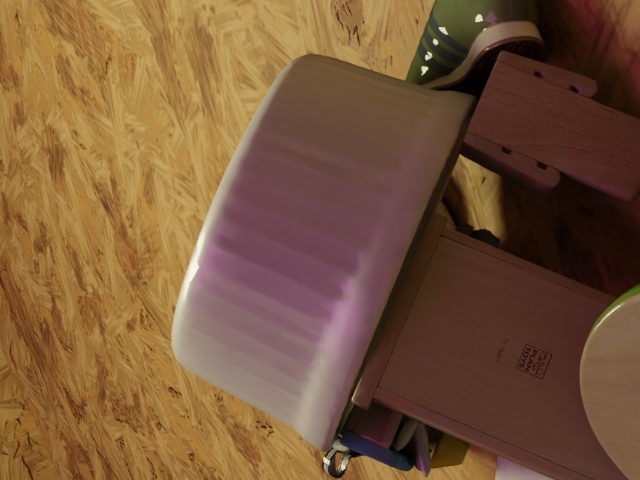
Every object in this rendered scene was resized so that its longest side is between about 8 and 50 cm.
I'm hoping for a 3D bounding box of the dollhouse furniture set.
[{"bbox_3d":[0.159,0.057,1.181,0.303,0.198,0.286,80,-146,-82],"label":"dollhouse furniture set"}]

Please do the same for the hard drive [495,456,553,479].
[{"bbox_3d":[0.249,0.310,1.211,0.353,0.047,0.233,45,144,45],"label":"hard drive"}]

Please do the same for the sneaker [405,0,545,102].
[{"bbox_3d":[0.110,-0.156,1.177,0.192,0.064,0.086,148,118,-69],"label":"sneaker"}]

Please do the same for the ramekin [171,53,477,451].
[{"bbox_3d":[0.000,0.000,1.153,0.135,0.277,0.277,23,141,5],"label":"ramekin"}]

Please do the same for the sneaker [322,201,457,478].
[{"bbox_3d":[0.043,0.078,1.349,0.101,0.153,0.268,28,131,56],"label":"sneaker"}]

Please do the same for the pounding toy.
[{"bbox_3d":[0.283,0.091,0.960,0.237,0.110,0.183,35,136,11],"label":"pounding toy"}]
